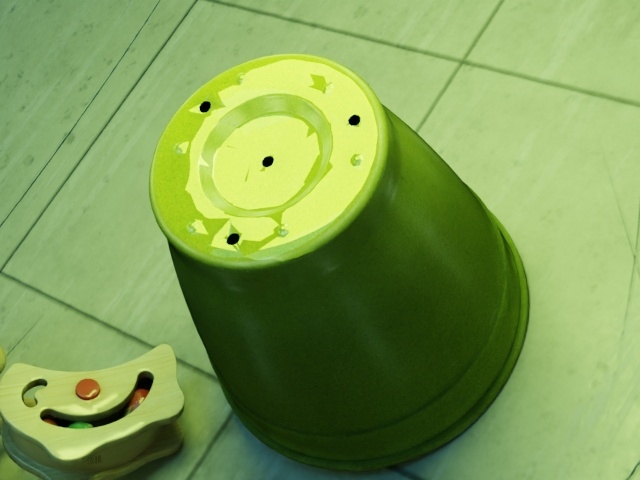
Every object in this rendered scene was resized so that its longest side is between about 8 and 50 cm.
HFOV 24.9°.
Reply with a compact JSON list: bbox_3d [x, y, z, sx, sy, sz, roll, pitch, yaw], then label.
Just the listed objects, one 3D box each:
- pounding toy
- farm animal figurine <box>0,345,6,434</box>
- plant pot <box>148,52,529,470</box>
[{"bbox_3d":[-0.285,0.228,1.683,0.269,0.155,0.154,-22,52,-26],"label":"pounding toy"},{"bbox_3d":[-0.442,0.202,1.723,0.172,0.330,0.327,3,40,-11],"label":"farm animal figurine"},{"bbox_3d":[0.000,0.000,1.483,0.366,0.353,0.367,-9,58,15],"label":"plant pot"}]
